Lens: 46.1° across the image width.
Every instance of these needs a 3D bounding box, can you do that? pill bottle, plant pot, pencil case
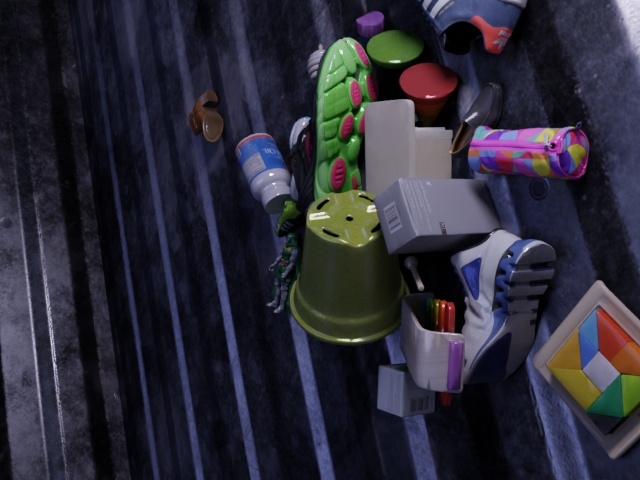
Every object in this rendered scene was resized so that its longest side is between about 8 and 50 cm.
[{"bbox_3d":[-0.151,-0.186,2.126,0.124,0.124,0.221,-54,50,41],"label":"pill bottle"},{"bbox_3d":[0.065,0.041,1.629,0.276,0.276,0.254,50,152,42],"label":"plant pot"},{"bbox_3d":[0.381,-0.166,1.394,0.236,0.104,0.104,9,99,55],"label":"pencil case"}]

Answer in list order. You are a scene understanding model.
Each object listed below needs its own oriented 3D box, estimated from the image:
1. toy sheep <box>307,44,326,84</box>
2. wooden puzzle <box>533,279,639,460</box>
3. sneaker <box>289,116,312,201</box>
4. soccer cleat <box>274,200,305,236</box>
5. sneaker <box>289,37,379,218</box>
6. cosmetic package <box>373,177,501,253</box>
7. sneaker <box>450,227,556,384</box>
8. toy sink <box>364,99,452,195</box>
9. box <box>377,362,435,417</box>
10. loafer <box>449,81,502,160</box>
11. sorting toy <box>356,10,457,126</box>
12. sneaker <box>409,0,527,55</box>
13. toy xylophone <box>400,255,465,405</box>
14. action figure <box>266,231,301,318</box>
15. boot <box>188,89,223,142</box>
[{"bbox_3d":[0.008,-0.446,1.929,0.091,0.091,0.132,-34,50,50],"label":"toy sheep"},{"bbox_3d":[0.489,0.224,1.299,0.238,0.044,0.221,57,135,37],"label":"wooden puzzle"},{"bbox_3d":[-0.025,-0.212,1.990,0.092,0.087,0.228,13,109,47],"label":"sneaker"},{"bbox_3d":[-0.083,-0.052,2.089,0.179,0.072,0.060,117,165,-62],"label":"soccer cleat"},{"bbox_3d":[0.006,-0.246,1.811,0.202,0.185,0.483,29,120,41],"label":"sneaker"},{"bbox_3d":[0.233,-0.049,1.488,0.107,0.238,0.127,-38,64,52],"label":"cosmetic package"},{"bbox_3d":[0.331,0.109,1.469,0.182,0.127,0.315,47,128,54],"label":"sneaker"},{"bbox_3d":[0.193,-0.184,1.632,0.153,0.131,0.234,7,102,55],"label":"toy sink"},{"bbox_3d":[0.192,0.331,1.674,0.087,0.101,0.102,3,92,55],"label":"box"},{"bbox_3d":[0.314,-0.238,1.516,0.062,0.061,0.170,43,124,47],"label":"loafer"},{"bbox_3d":[0.181,-0.378,1.697,0.126,0.127,0.365,82,162,-48],"label":"sorting toy"},{"bbox_3d":[0.253,-0.464,1.535,0.350,0.131,0.148,34,113,49],"label":"sneaker"},{"bbox_3d":[0.217,0.170,1.510,0.322,0.081,0.236,-97,7,-70],"label":"toy xylophone"},{"bbox_3d":[-0.100,0.087,2.121,0.137,0.063,0.232,31,113,54],"label":"action figure"},{"bbox_3d":[-0.388,-0.385,2.505,0.152,0.073,0.197,-34,51,49],"label":"boot"}]
